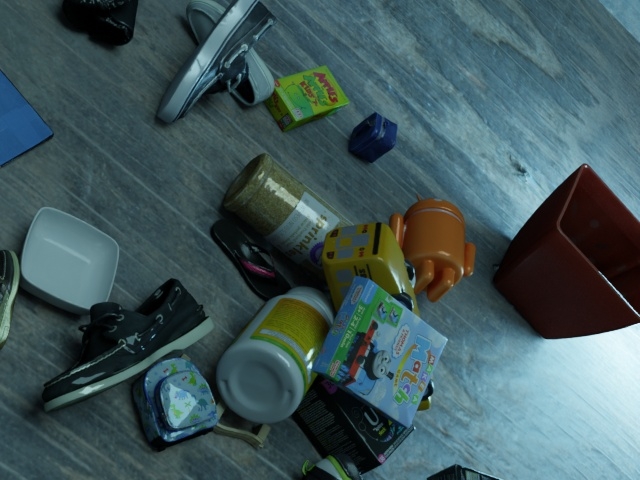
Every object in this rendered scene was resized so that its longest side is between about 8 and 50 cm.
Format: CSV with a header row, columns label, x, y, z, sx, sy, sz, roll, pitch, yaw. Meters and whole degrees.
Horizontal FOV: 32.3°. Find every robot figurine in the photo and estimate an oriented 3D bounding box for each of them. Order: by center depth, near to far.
label,x,y,z,sx,sy,sz,roll,pitch,yaw
robot figurine,0.213,0.009,2.116,0.128,0.158,0.219,72,20,-47

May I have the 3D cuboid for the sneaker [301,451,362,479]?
label,x,y,z,sx,sy,sz,roll,pitch,yaw
sneaker,0.038,0.441,1.701,0.097,0.084,0.235,-23,82,-16

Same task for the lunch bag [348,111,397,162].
label,x,y,z,sx,sy,sz,roll,pitch,yaw
lunch bag,0.103,-0.206,2.185,0.065,0.098,0.067,26,52,-25

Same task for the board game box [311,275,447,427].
label,x,y,z,sx,sy,sz,roll,pitch,yaw
board game box,0.095,0.175,1.705,0.211,0.039,0.160,38,71,-38

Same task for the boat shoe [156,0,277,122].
label,x,y,z,sx,sy,sz,roll,pitch,yaw
boat shoe,-0.174,-0.307,1.939,0.102,0.108,0.301,39,60,-15

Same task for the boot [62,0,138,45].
label,x,y,z,sx,sy,sz,roll,pitch,yaw
boot,-0.401,-0.465,1.887,0.246,0.094,0.207,38,38,-26

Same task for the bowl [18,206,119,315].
label,x,y,z,sx,sy,sz,roll,pitch,yaw
bowl,-0.371,0.037,1.593,0.142,0.053,0.142,30,45,-27

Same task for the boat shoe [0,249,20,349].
label,x,y,z,sx,sy,sz,roll,pitch,yaw
boat shoe,-0.443,0.075,1.494,0.049,0.056,0.152,24,48,-37

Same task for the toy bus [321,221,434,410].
label,x,y,z,sx,sy,sz,roll,pitch,yaw
toy bus,0.105,0.135,1.845,0.108,0.130,0.333,-80,158,-55

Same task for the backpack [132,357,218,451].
label,x,y,z,sx,sy,sz,roll,pitch,yaw
backpack,-0.207,0.228,1.583,0.105,0.084,0.114,-14,71,-37

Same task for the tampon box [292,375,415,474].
label,x,y,z,sx,sy,sz,roll,pitch,yaw
tampon box,0.048,0.283,1.782,0.161,0.101,0.120,54,40,0

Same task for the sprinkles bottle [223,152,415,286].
label,x,y,z,sx,sy,sz,roll,pitch,yaw
sprinkles bottle,0.000,0.000,1.923,0.355,0.121,0.121,38,42,-16

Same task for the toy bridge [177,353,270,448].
label,x,y,z,sx,sy,sz,roll,pitch,yaw
toy bridge,-0.155,0.254,1.667,0.188,0.026,0.063,43,43,-12

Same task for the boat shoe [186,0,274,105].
label,x,y,z,sx,sy,sz,roll,pitch,yaw
boat shoe,-0.174,-0.345,2.032,0.227,0.079,0.081,51,36,-8

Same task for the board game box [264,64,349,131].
label,x,y,z,sx,sy,sz,roll,pitch,yaw
board game box,-0.030,-0.278,2.151,0.181,0.043,0.092,-27,82,-50

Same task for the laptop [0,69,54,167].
label,x,y,z,sx,sy,sz,roll,pitch,yaw
laptop,-0.567,-0.264,1.489,0.236,0.408,0.382,-41,94,-16

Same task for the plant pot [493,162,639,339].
label,x,y,z,sx,sy,sz,roll,pitch,yaw
plant pot,0.520,0.052,2.296,0.267,0.235,0.267,46,41,-8

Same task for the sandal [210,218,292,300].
label,x,y,z,sx,sy,sz,roll,pitch,yaw
sandal,-0.112,0.032,1.854,0.179,0.040,0.067,48,40,-6

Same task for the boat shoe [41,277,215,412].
label,x,y,z,sx,sy,sz,roll,pitch,yaw
boat shoe,-0.278,0.134,1.545,0.340,0.127,0.113,-28,93,-53

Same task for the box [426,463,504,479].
label,x,y,z,sx,sy,sz,roll,pitch,yaw
box,0.261,0.488,1.859,0.147,0.077,0.180,23,48,-31

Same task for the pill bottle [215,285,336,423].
label,x,y,z,sx,sy,sz,roll,pitch,yaw
pill bottle,-0.057,0.167,1.722,0.136,0.136,0.246,49,28,-6
